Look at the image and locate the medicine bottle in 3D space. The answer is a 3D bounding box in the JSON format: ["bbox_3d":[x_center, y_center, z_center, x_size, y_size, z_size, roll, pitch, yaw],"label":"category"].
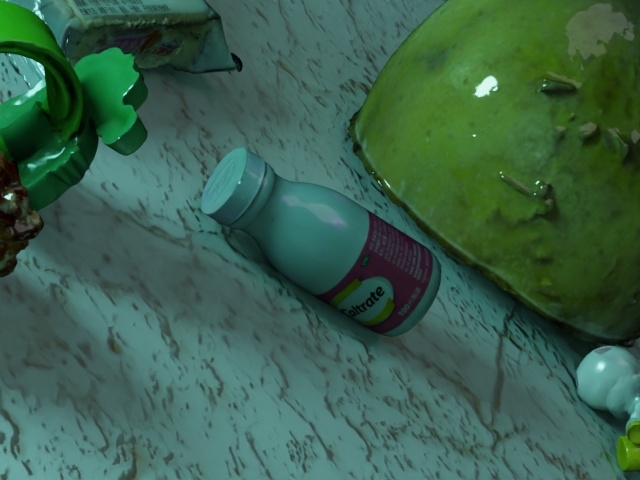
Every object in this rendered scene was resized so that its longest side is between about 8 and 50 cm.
[{"bbox_3d":[0.000,0.000,1.658,0.216,0.090,0.090,31,30,-25],"label":"medicine bottle"}]

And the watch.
[{"bbox_3d":[-0.229,-0.114,1.404,0.152,0.165,0.131,48,7,-40],"label":"watch"}]

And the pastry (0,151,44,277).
[{"bbox_3d":[-0.286,-0.026,1.268,0.208,0.115,0.097,16,51,-49],"label":"pastry"}]

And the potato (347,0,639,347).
[{"bbox_3d":[0.282,-0.126,1.971,0.442,0.319,0.385,1,43,-53],"label":"potato"}]

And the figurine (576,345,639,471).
[{"bbox_3d":[0.322,0.162,1.912,0.129,0.109,0.178,13,20,-39],"label":"figurine"}]

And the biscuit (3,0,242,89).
[{"bbox_3d":[-0.197,-0.215,1.689,0.186,0.079,0.309,54,27,11],"label":"biscuit"}]
